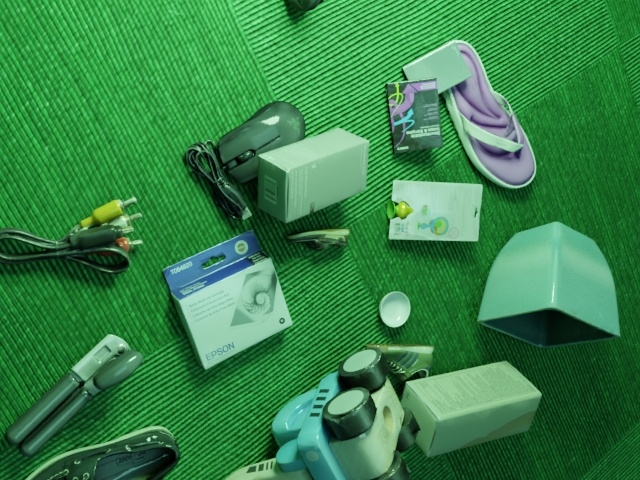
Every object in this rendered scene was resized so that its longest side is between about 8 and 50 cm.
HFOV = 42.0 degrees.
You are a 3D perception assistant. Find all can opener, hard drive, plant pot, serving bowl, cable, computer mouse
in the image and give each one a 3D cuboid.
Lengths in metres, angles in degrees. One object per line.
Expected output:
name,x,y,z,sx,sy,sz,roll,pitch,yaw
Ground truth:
can opener,-0.465,0.289,1.571,0.280,0.093,0.074,-43,114,-15
hard drive,0.267,-0.388,1.918,0.135,0.022,0.094,-28,99,4
plant pot,0.565,0.101,2.053,0.247,0.248,0.252,22,65,-29
serving bowl,0.168,0.159,1.946,0.083,0.027,0.083,-2,95,-29
cable,-0.473,0.008,1.574,0.287,0.072,0.139,-11,117,-16
computer mouse,-0.125,-0.186,1.727,0.272,0.072,0.188,-43,112,-20

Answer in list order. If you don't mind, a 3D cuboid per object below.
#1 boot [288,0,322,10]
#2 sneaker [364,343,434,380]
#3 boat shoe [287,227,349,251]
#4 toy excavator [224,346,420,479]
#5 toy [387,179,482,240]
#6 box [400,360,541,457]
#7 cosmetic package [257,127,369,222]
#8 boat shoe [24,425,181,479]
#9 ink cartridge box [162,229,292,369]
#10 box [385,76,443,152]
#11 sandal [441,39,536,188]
boot,0.111,-0.698,1.788,0.445,0.146,0.367,-16,104,-32
sneaker,0.187,0.286,1.945,0.192,0.064,0.086,6,86,-33
boat shoe,0.000,0.000,1.822,0.152,0.056,0.049,-5,92,-29
toy excavator,-0.052,0.467,1.757,0.222,0.445,0.433,62,25,-18
toy,0.263,-0.070,1.965,0.237,0.056,0.137,1,98,-25
box,0.353,0.396,1.989,0.311,0.148,0.121,-6,122,-27
cosmetic package,-0.013,-0.139,1.734,0.238,0.107,0.127,-24,129,-35
boat shoe,-0.421,0.464,1.591,0.340,0.113,0.127,-15,102,-27
ink cartridge box,-0.188,0.120,1.732,0.223,0.045,0.224,-26,106,-25
box,0.215,-0.286,1.907,0.116,0.029,0.162,-8,101,-1
sandal,0.406,-0.289,1.997,0.169,0.102,0.416,-46,112,-18
